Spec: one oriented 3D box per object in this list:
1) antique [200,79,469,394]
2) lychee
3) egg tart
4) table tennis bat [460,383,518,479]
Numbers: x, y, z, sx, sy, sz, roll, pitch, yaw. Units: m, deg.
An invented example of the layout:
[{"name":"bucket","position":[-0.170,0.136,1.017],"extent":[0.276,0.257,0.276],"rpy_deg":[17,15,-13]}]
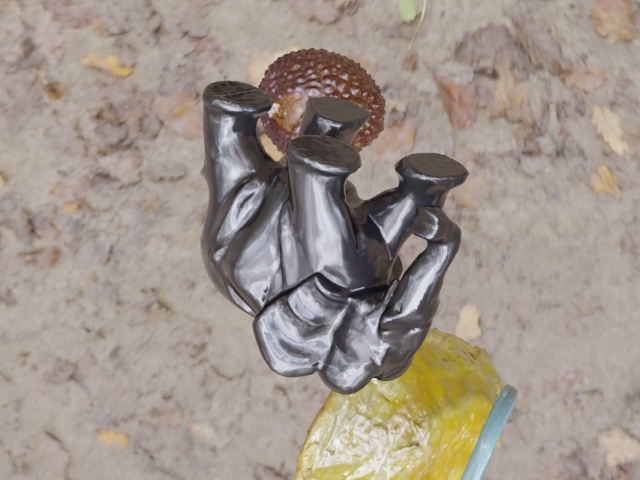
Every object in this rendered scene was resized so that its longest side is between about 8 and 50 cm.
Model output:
[{"name":"antique","position":[0.000,0.000,1.180],"extent":[0.322,0.185,0.255],"rpy_deg":[31,120,34]},{"name":"lychee","position":[0.006,-0.203,1.700],"extent":[0.188,0.188,0.188],"rpy_deg":[2,109,7]},{"name":"egg tart","position":[0.117,0.279,1.533],"extent":[0.153,0.351,0.339],"rpy_deg":[34,90,40]},{"name":"table tennis bat","position":[0.117,0.237,0.978],"extent":[0.040,0.153,0.244],"rpy_deg":[23,77,13]}]
